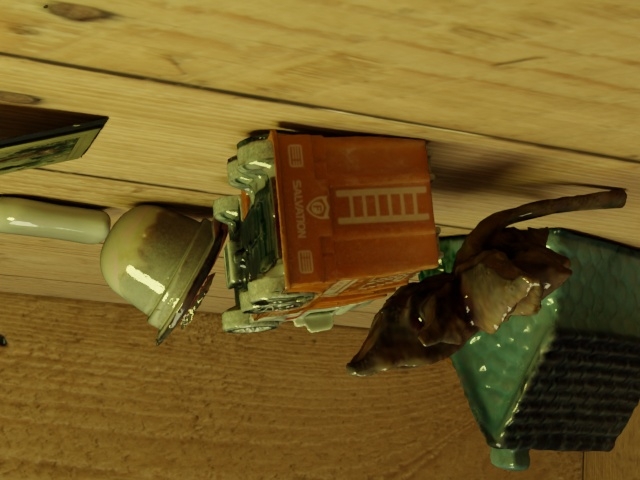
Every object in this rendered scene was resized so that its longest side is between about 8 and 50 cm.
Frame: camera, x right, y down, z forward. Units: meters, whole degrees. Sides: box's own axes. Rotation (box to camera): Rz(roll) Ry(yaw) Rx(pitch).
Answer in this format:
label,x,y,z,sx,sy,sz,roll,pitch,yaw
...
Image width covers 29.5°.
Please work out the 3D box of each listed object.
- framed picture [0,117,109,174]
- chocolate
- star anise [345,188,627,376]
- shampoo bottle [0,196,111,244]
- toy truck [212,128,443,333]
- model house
label,x,y,z,sx,sy,sz,roll,pitch,yaw
framed picture,-0.322,-0.083,1.244,0.195,0.010,0.199,-14,178,-19
chocolate,-0.224,0.021,1.672,0.147,0.221,0.221,33,163,-15
star anise,0.173,0.049,1.359,0.349,0.109,0.292,-29,-169,26
shampoo bottle,-0.413,-0.032,1.708,0.221,0.051,0.108,8,173,-30
toy truck,0.000,0.000,1.342,0.207,0.173,0.387,-4,171,-11
model house,0.340,0.177,1.839,0.297,0.339,0.360,-7,167,43
